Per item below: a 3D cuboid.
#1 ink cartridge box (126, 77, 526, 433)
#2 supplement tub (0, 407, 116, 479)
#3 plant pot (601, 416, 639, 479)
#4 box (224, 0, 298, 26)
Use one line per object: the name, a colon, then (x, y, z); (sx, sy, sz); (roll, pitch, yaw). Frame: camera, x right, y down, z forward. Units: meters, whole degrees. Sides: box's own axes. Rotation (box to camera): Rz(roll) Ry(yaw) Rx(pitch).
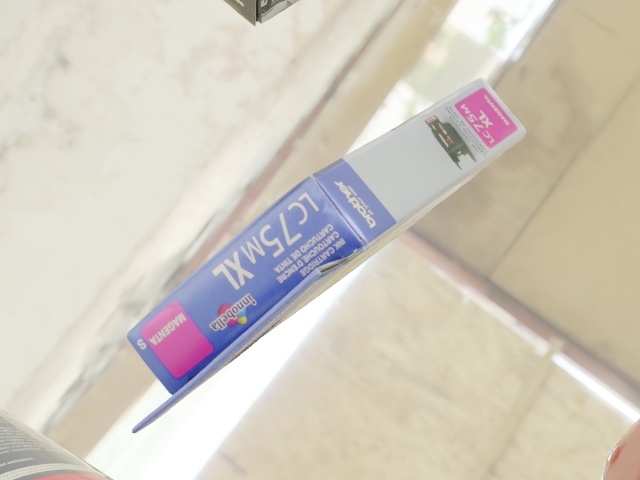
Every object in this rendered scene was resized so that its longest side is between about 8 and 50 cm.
ink cartridge box: (0.000, 0.000, 0.958); (0.186, 0.065, 0.311); (-40, -1, 34)
supplement tub: (-0.219, 0.209, 0.943); (0.191, 0.272, 0.191); (-11, -72, -36)
plant pot: (0.358, 0.235, 1.178); (0.267, 0.236, 0.267); (-60, 4, 41)
box: (-0.128, -0.359, 1.240); (0.076, 0.307, 0.242); (-36, -29, -25)
